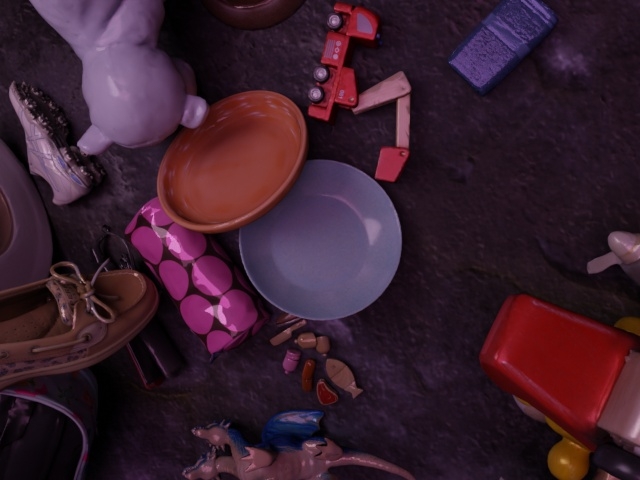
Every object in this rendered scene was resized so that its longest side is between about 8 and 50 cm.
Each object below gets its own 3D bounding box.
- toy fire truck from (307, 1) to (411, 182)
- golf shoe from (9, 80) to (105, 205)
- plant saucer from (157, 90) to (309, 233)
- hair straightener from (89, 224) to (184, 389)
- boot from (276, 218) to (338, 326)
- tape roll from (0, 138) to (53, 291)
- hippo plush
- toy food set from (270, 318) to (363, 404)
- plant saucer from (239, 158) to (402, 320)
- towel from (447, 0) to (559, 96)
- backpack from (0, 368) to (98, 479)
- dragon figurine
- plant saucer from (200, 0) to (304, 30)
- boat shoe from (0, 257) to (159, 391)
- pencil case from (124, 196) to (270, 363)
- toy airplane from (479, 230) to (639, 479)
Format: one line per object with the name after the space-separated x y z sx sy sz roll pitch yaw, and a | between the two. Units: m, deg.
0.057 -0.175 0.688 0.135 0.047 0.192 16 96 9 | toy fire truck
-0.374 -0.127 0.770 0.086 0.069 0.176 -35 86 18 | golf shoe
-0.102 -0.092 0.689 0.199 0.037 0.200 -12 57 19 | plant saucer
-0.239 0.078 0.768 0.089 0.047 0.231 -27 83 24 | hair straightener
-0.036 0.039 0.728 0.106 0.037 0.114 -31 91 -1 | boot
-0.458 -0.028 0.682 0.100 0.286 0.286 -23 90 11 | tape roll
-0.197 -0.234 0.641 0.234 0.294 0.237 -24 107 -1 | hippo plush
-0.008 0.161 0.743 0.077 0.019 0.122 -33 95 12 | toy food set
0.000 0.000 0.695 0.194 0.037 0.195 1 78 -4 | plant saucer
0.208 -0.229 0.663 0.119 0.029 0.067 -45 85 10 | towel
-0.392 0.240 0.706 0.225 0.191 0.254 14 118 -18 | backpack
-0.030 0.265 0.719 0.288 0.144 0.085 -3 92 -8 | dragon figurine
-0.086 -0.350 0.713 0.168 0.029 0.169 1 95 10 | plant saucer
-0.307 0.091 0.623 0.104 0.285 0.089 41 137 28 | boat shoe
-0.161 0.047 0.730 0.098 0.095 0.209 -39 84 32 | pencil case
0.324 0.179 0.582 0.385 0.272 0.385 -19 103 -24 | toy airplane
